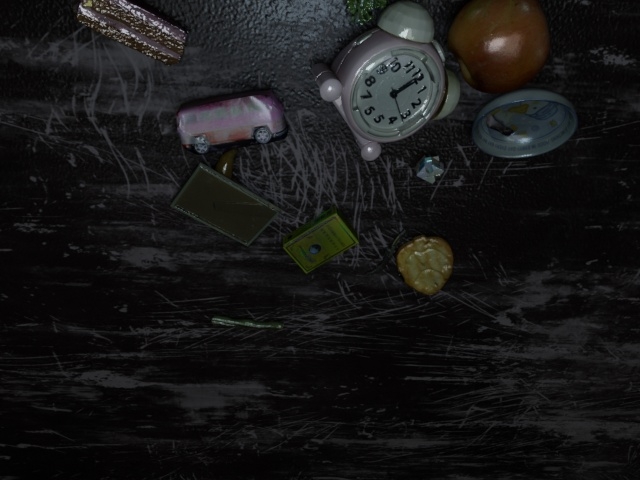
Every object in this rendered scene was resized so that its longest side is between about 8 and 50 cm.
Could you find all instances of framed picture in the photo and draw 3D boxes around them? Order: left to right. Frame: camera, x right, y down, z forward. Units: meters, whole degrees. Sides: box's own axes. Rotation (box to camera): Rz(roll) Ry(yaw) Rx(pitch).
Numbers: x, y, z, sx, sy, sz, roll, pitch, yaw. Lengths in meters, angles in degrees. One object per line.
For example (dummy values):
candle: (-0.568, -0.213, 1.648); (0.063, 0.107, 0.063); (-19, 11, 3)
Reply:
framed picture: (-0.299, -0.103, 1.526); (0.289, 0.020, 0.211); (30, 132, -23)

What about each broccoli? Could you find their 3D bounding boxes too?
broccoli: (0.100, -0.624, 1.182); (0.154, 0.160, 0.167); (45, 125, 4)

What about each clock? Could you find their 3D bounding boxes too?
clock: (0.185, -0.416, 1.286); (0.325, 0.184, 0.342); (-30, 137, 15)

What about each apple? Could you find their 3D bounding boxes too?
apple: (0.446, -0.498, 1.230); (0.253, 0.253, 0.254); (-1, 122, -1)

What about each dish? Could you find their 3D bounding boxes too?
dish: (0.572, -0.361, 1.379); (0.273, 0.134, 0.273); (6, 156, 3)

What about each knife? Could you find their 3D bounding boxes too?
knife: (0.238, 0.050, 1.683); (0.045, 0.021, 0.222); (29, 117, -15)

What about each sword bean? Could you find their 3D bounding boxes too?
sword bean: (-0.272, 0.311, 1.819); (0.269, 0.038, 0.043); (6, 146, -6)

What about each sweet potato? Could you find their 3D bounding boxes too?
sweet potato: (-0.326, -0.180, 1.501); (0.069, 0.059, 0.249); (43, 116, -3)

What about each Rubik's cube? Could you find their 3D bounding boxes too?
Rubik's cube: (0.342, -0.225, 1.483); (0.084, 0.075, 0.073); (10, 138, -25)

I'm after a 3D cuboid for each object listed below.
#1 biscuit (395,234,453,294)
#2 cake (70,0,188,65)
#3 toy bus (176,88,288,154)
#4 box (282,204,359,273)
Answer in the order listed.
biscuit: (0.368, 0.090, 1.704); (0.203, 0.041, 0.260); (-17, 122, 5)
cake: (-0.488, -0.556, 1.237); (0.295, 0.113, 0.116); (23, 120, -22)
toy bus: (-0.249, -0.334, 1.364); (0.302, 0.127, 0.147); (-10, 119, 4)
box: (0.000, 0.000, 1.619); (0.220, 0.064, 0.141); (-30, 119, 17)
